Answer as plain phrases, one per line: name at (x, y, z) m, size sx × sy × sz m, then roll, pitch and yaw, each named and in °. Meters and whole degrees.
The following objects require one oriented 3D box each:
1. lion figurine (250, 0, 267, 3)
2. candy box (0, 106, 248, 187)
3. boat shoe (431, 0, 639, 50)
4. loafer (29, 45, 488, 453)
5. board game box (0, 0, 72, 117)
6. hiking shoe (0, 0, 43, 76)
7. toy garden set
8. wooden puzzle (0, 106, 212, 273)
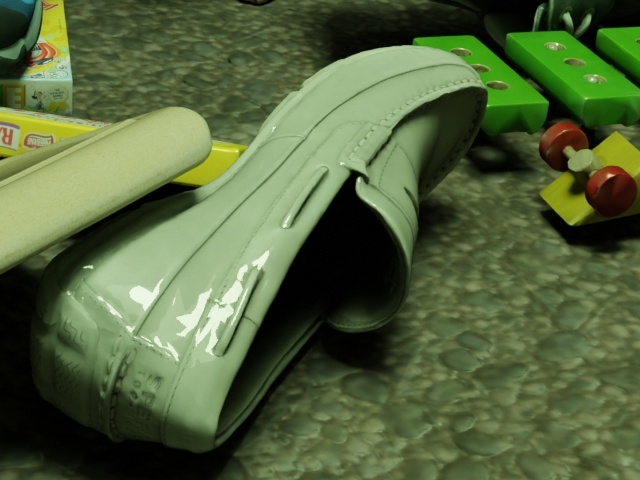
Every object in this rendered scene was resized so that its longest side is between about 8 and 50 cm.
lion figurine at (0.030, -0.301, 1.133) m, size 0.392 × 0.240 × 0.142 m, roll -7°, pitch 33°, yaw -23°
candy box at (-0.137, -0.053, 0.851) m, size 0.205 × 0.027 × 0.105 m, roll 9°, pitch 6°, yaw 5°
boat shoe at (0.140, -0.180, 1.075) m, size 0.335 × 0.119 × 0.121 m, roll 14°, pitch -17°, yaw -22°
loafer at (0.000, 0.000, 0.752) m, size 0.111 × 0.112 × 0.319 m, roll 27°, pitch 43°, yaw 23°
board game box at (-0.211, -0.122, 0.993) m, size 0.103 × 0.026 × 0.154 m, roll -1°, pitch 31°, yaw -12°
hiking shoe at (-0.215, -0.206, 0.964) m, size 0.113 × 0.132 × 0.304 m, roll 10°, pitch 30°, yaw -12°
toy garden set at (0.204, -0.070, 0.964) m, size 0.244 × 0.049 × 0.204 m, roll -5°, pitch 30°, yaw -20°
wooden puzzle at (-0.194, 0.006, 0.698) m, size 0.238 × 0.044 × 0.221 m, roll -6°, pitch 18°, yaw 39°
